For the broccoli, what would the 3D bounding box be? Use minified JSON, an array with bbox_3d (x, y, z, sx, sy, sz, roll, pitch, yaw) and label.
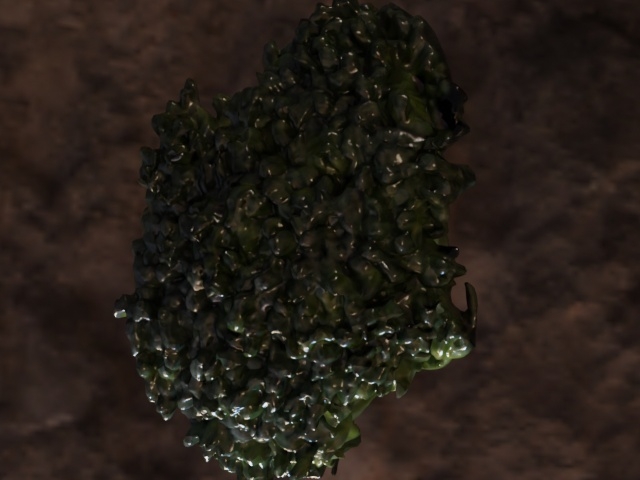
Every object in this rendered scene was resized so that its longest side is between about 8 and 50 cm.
[{"bbox_3d":[0.000,0.000,1.230,0.288,0.245,0.248,-39,-98,11],"label":"broccoli"}]
